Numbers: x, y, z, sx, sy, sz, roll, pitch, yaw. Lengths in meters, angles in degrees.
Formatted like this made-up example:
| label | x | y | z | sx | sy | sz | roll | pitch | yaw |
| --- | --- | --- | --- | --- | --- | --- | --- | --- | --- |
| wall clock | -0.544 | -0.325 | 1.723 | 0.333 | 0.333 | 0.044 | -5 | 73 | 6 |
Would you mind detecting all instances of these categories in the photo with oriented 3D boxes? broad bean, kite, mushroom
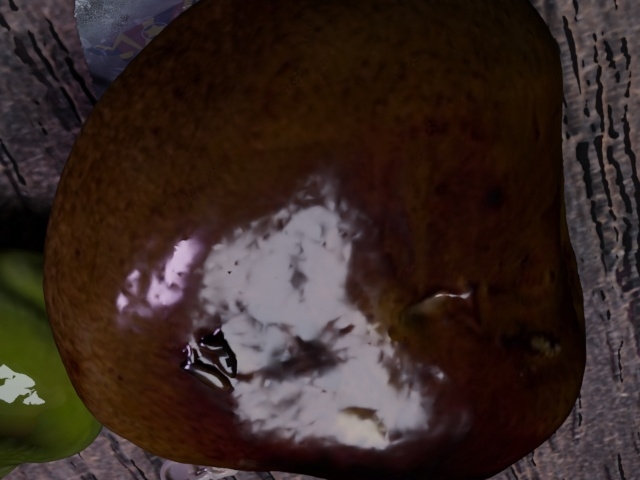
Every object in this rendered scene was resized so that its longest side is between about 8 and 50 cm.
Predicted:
| label | x | y | z | sx | sy | sz | roll | pitch | yaw |
| --- | --- | --- | --- | --- | --- | --- | --- | --- | --- |
| broad bean | -0.266 | 0.085 | 1.115 | 0.291 | 0.119 | 0.238 | -3 | 140 | -13 |
| kite | -0.082 | -0.075 | 1.060 | 0.141 | 0.015 | 0.245 | -5 | 140 | -16 |
| mushroom | 0.000 | 0.000 | 1.040 | 0.345 | 0.259 | 0.345 | -7 | 111 | -19 |

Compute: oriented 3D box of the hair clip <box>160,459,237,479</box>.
| label | x | y | z | sx | sy | sz | roll | pitch | yaw |
| --- | --- | --- | --- | --- | --- | --- | --- | --- | --- |
| hair clip | -0.007 | 0.142 | 1.331 | 0.226 | 0.034 | 0.072 | -8 | 140 | -9 |
